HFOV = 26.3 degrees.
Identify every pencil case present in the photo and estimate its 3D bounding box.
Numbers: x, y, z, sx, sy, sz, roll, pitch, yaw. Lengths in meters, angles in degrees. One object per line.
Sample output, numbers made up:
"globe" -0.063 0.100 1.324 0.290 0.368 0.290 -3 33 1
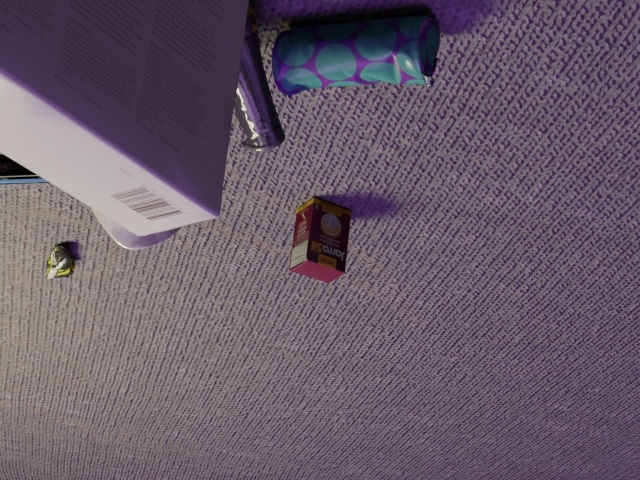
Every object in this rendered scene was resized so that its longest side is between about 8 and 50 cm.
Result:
"pencil case" 0.033 -0.169 1.271 0.151 0.065 0.070 -2 139 17

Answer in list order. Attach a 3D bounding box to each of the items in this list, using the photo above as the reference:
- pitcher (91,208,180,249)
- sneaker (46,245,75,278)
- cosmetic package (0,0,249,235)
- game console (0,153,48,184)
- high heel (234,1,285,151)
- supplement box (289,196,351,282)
"pitcher" -0.194 -0.115 1.256 0.178 0.125 0.207 43 151 23
"sneaker" -0.338 0.028 1.805 0.035 0.031 0.083 3 161 -25
"cosmetic package" -0.205 -0.211 0.994 0.097 0.285 0.377 -11 149 35
"game console" -0.399 -0.068 1.475 0.361 0.044 0.213 -2 -172 16
"high heel" -0.159 -0.184 1.314 0.261 0.093 0.186 9 131 33
"supplement box" 0.000 0.000 1.601 0.055 0.083 0.043 19 152 -26
